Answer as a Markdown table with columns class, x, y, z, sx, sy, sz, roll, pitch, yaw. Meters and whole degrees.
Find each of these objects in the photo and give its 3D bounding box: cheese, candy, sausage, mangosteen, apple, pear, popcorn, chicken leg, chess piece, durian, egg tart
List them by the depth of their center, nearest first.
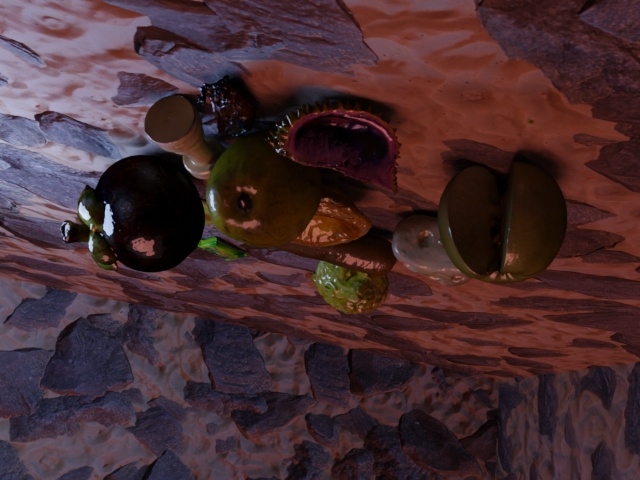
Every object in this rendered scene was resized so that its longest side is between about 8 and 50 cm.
| class | x | y | z | sx | sy | sz | roll | pitch | yaw |
| --- | --- | --- | --- | --- | --- | --- | --- | --- | --- |
| chicken leg | -0.184 | -0.268 | 1.484 | 0.105 | 0.063 | 0.234 | 9 | 163 | 12 |
| durian | 0.025 | -0.209 | 1.487 | 0.260 | 0.154 | 0.186 | 14 | -178 | -27 |
| pear | -0.123 | -0.111 | 1.575 | 0.252 | 0.253 | 0.307 | 5 | -168 | 8 |
| apple | 0.407 | -0.039 | 1.635 | 0.291 | 0.254 | 0.292 | 5 | 166 | 1 |
| chess piece | -0.263 | -0.191 | 1.681 | 0.117 | 0.117 | 0.397 | 2 | 163 | 16 |
| mangosteen | -0.445 | -0.056 | 1.826 | 0.329 | 0.330 | 0.330 | 7 | 162 | 2 |
| egg tart | -0.021 | -0.081 | 1.866 | 0.318 | 0.128 | 0.319 | 3 | 164 | 1 |
| cheese | 0.339 | 0.016 | 1.963 | 0.251 | 0.174 | 0.247 | 23 | 158 | -26 |
| sausage | -0.001 | -0.001 | 2.100 | 0.500 | 0.123 | 0.136 | 17 | -170 | -22 |
| popcorn | 0.089 | 0.132 | 2.369 | 0.236 | 0.206 | 0.251 | 5 | 180 | -42 |
| candy | -0.335 | 0.031 | 2.478 | 0.102 | 0.032 | 0.178 | -5 | 158 | 33 |

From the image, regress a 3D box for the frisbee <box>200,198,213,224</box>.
| class | x | y | z | sx | sy | sz | roll | pitch | yaw |
| --- | --- | --- | --- | --- | --- | --- | --- | --- | --- |
| frisbee | -0.407 | -0.090 | 2.174 | 0.235 | 0.017 | 0.236 | 7 | 161 | 2 |
